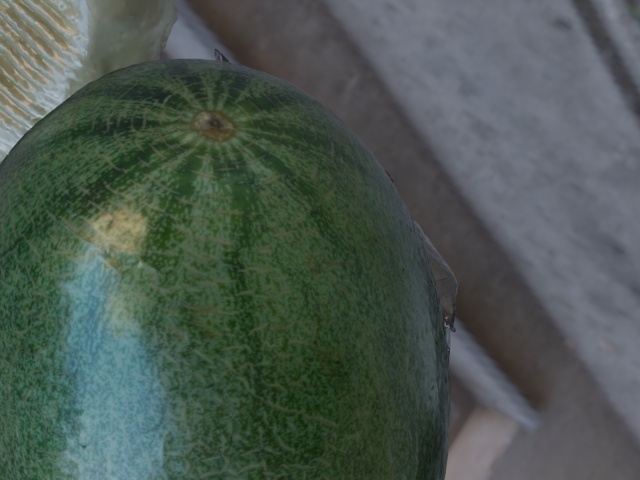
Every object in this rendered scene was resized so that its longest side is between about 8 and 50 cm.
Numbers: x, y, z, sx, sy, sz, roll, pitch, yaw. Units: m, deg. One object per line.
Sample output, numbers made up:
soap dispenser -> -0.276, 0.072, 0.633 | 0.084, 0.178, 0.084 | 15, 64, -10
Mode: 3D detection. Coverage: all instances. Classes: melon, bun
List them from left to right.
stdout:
bun -> -0.238, -0.186, 1.398 | 0.259, 0.259, 0.160 | 32, -156, 4
melon -> -0.041, 0.066, 0.620 | 0.182, 0.182, 0.287 | 25, 138, 31

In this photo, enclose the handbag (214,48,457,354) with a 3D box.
handbag -> 0.000, 0.000, 1.106 | 0.270, 0.117, 0.182 | 49, 161, 25
